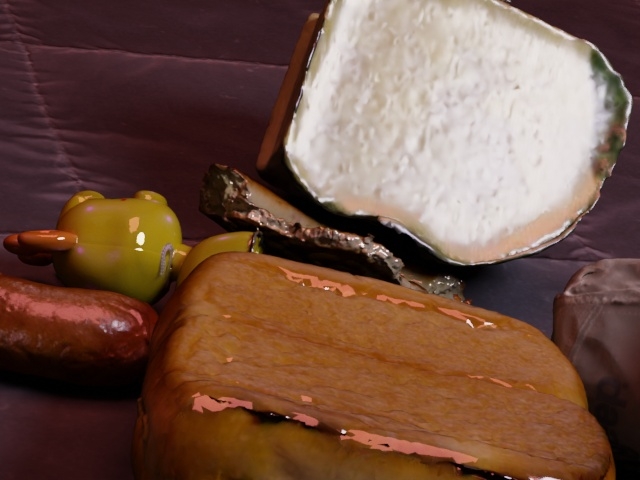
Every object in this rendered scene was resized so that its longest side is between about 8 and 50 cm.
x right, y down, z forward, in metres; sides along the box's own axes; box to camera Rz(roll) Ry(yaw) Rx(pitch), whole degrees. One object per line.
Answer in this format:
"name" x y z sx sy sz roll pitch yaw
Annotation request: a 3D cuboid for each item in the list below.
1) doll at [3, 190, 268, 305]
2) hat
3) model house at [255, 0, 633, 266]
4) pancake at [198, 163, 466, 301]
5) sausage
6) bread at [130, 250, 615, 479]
"doll" -0.153 0.025 1.536 0.221 0.135 0.143 10 -8 7
"hat" 0.231 0.138 1.405 0.149 0.214 0.245 1 28 20
"model house" 0.095 -0.090 1.787 0.321 0.261 0.266 21 -13 -8
"pancake" 0.000 0.001 1.625 0.212 0.056 0.257 19 -10 26
"sausage" -0.270 0.051 1.452 0.302 0.076 0.103 18 28 11
"bread" 0.031 0.142 1.328 0.337 0.148 0.328 14 19 -8
